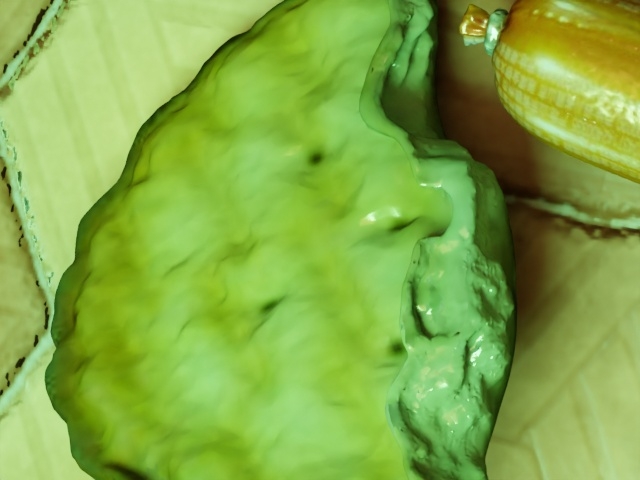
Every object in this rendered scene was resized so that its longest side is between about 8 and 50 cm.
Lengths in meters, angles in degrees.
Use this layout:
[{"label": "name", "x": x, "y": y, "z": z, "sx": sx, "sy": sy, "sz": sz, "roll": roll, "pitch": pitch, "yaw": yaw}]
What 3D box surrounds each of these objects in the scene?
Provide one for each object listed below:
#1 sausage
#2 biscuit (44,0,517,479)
[{"label": "sausage", "x": 0.208, "y": -0.055, "z": 0.899, "sx": 0.312, "sy": 0.093, "sz": 0.093, "roll": 23, "pitch": 98, "yaw": 22}, {"label": "biscuit", "x": 0.000, "y": 0.000, "z": 0.949, "sx": 0.329, "sy": 0.078, "sz": 0.335, "roll": 21, "pitch": 82, "yaw": 43}]
